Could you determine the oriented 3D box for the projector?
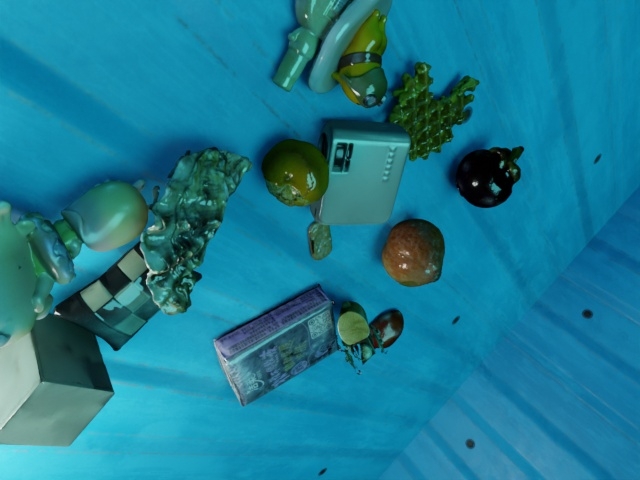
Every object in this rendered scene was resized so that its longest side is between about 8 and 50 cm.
[{"bbox_3d":[0.088,-0.164,1.091,0.198,0.108,0.250,-2,126,-17],"label":"projector"}]

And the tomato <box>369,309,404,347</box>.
[{"bbox_3d":[0.257,0.352,1.695,0.166,0.082,0.174,16,112,-45],"label":"tomato"}]

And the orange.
[{"bbox_3d":[-0.052,-0.150,0.984,0.134,0.157,0.156,-40,151,-58],"label":"orange"}]

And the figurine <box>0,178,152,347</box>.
[{"bbox_3d":[-0.452,0.002,0.722,0.394,0.226,0.274,-34,165,-29],"label":"figurine"}]

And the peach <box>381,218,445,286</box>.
[{"bbox_3d":[0.304,0.050,1.386,0.233,0.232,0.232,-23,134,-26],"label":"peach"}]

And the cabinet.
[{"bbox_3d":[-0.534,0.265,0.857,0.150,0.206,0.145,-49,139,3],"label":"cabinet"}]

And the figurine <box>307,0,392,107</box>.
[{"bbox_3d":[0.101,-0.372,0.891,0.250,0.141,0.167,-54,163,27],"label":"figurine"}]

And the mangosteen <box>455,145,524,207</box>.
[{"bbox_3d":[0.549,-0.210,1.401,0.231,0.194,0.194,-30,145,25],"label":"mangosteen"}]

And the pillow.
[{"bbox_3d":[-0.394,0.108,0.930,0.250,0.106,0.186,-42,139,-12],"label":"pillow"}]

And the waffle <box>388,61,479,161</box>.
[{"bbox_3d":[0.283,-0.337,1.182,0.293,0.069,0.259,0,125,-40],"label":"waffle"}]

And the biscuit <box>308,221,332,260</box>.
[{"bbox_3d":[0.000,0.000,1.244,0.071,0.018,0.147,-30,135,-22],"label":"biscuit"}]

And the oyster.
[{"bbox_3d":[-0.240,-0.036,0.854,0.238,0.115,0.351,106,9,-67],"label":"oyster"}]

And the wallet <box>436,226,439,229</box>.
[{"bbox_3d":[0.371,0.023,1.578,0.157,0.018,0.082,-40,139,-9],"label":"wallet"}]

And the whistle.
[{"bbox_3d":[-0.014,-0.416,0.865,0.126,0.067,0.258,15,114,-50],"label":"whistle"}]

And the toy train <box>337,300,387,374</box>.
[{"bbox_3d":[0.104,0.287,1.368,0.126,0.189,0.307,-38,177,3],"label":"toy train"}]

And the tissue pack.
[{"bbox_3d":[-0.119,0.318,1.326,0.361,0.122,0.259,-26,133,-20],"label":"tissue pack"}]
